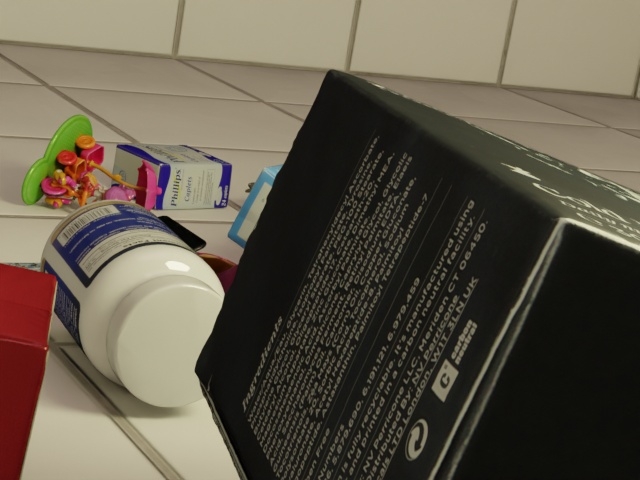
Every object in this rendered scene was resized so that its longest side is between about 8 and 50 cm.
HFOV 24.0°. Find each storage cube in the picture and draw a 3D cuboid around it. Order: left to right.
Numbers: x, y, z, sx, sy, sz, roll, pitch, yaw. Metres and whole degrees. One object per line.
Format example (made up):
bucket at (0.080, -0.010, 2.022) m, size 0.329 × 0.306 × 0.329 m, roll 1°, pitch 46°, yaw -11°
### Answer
storage cube at (-0.312, 0.115, 1.135) m, size 0.193 × 0.215 × 0.184 m, roll 13°, pitch 13°, yaw -11°

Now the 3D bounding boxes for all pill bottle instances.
pill bottle at (-0.184, 0.063, 1.534) m, size 0.153 × 0.153 × 0.264 m, roll 3°, pitch 16°, yaw -24°

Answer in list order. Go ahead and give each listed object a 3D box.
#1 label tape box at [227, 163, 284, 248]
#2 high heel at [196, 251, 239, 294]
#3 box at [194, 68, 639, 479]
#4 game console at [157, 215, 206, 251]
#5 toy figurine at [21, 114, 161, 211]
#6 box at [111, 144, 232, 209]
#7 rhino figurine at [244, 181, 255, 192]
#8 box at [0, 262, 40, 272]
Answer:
label tape box at (0.078, -0.001, 1.914) m, size 0.249 × 0.115 × 0.347 m, roll 35°, pitch 20°, yaw 17°
high heel at (-0.073, 0.024, 1.696) m, size 0.127 × 0.181 × 0.377 m, roll -2°, pitch 19°, yaw -40°
box at (0.213, 0.130, 1.047) m, size 0.480 × 0.297 × 0.472 m, roll 21°, pitch 8°, yaw -19°
game console at (-0.198, 0.032, 1.750) m, size 0.071 × 0.107 × 0.122 m, roll 8°, pitch 12°, yaw -33°
toy figurine at (-0.310, -0.081, 2.144) m, size 0.159 × 0.130 × 0.173 m, roll 24°, pitch 40°, yaw 16°
box at (-0.227, -0.099, 2.304) m, size 0.137 × 0.072 × 0.126 m, roll -4°, pitch 19°, yaw -41°
rhino figurine at (-0.023, -0.053, 2.252) m, size 0.243 × 0.073 × 0.106 m, roll 17°, pitch 30°, yaw 37°
box at (-0.337, 0.051, 1.734) m, size 0.137 × 0.027 × 0.094 m, roll 1°, pitch 15°, yaw -30°
